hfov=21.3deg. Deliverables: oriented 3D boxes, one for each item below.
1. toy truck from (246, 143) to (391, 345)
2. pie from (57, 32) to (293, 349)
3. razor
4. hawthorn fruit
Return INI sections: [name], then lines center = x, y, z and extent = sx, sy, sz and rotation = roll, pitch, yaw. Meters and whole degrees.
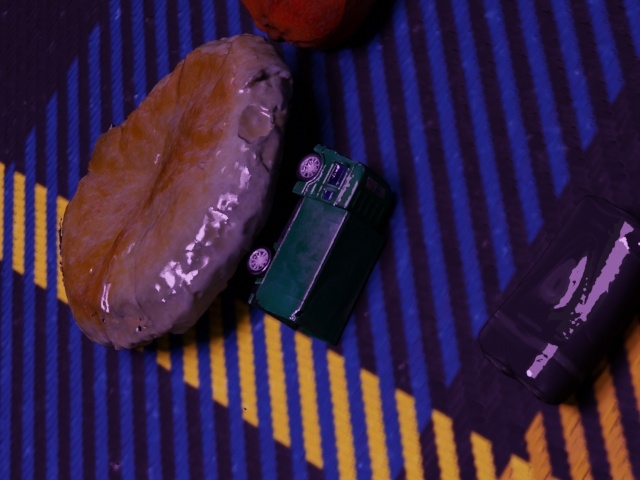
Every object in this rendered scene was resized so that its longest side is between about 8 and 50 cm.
[toy truck]
center = 0.000, 0.000, 1.382
extent = 0.079, 0.065, 0.147
rotation = 18, 78, 42
[pie]
center = -0.128, -0.042, 1.491
extent = 0.306, 0.071, 0.306
rotation = -34, 39, 32
[razor]
center = 0.181, 0.041, 1.214
extent = 0.148, 0.054, 0.090
rotation = -54, 45, 1
[hawthorn fruit]
center = -0.007, -0.222, 1.484
extent = 0.128, 0.128, 0.128
rotation = -20, 55, 31
